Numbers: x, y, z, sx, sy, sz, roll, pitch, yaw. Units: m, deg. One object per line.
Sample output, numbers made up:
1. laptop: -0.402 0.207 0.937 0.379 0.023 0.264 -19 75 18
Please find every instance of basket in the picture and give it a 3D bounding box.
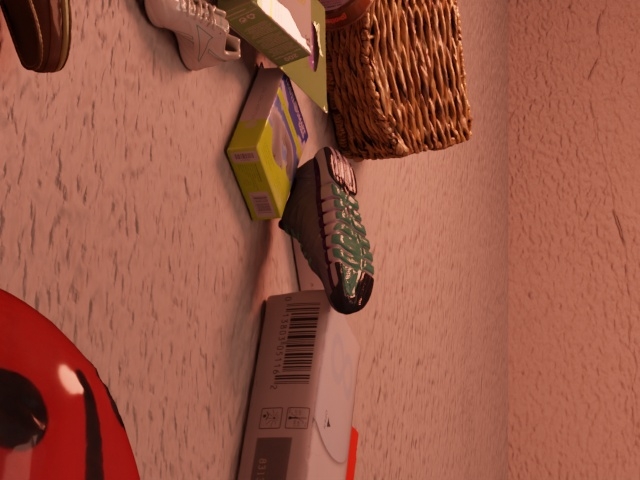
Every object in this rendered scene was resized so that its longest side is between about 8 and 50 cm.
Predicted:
1. basket: 0.071 -0.272 1.685 0.213 0.223 0.299 -17 105 -39

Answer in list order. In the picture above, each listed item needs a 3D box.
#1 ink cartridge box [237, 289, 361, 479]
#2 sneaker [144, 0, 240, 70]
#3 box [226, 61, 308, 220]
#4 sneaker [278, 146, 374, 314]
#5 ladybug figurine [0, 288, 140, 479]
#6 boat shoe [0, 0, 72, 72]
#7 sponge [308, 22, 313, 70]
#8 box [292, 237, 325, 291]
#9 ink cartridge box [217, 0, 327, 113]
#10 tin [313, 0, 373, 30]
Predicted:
1. ink cartridge box: 0.013 0.289 1.368 0.385 0.091 0.308 61 30 -50
2. sneaker: -0.125 -0.221 1.101 0.152 0.061 0.054 47 43 -61
3. box: -0.058 -0.121 1.321 0.178 0.042 0.109 -75 154 -45
4. sneaker: 0.000 0.000 1.326 0.083 0.098 0.224 36 38 -44
5. ladybug figurine: -0.192 0.220 0.608 0.305 0.161 0.450 3 83 -72
6. boat shoe: -0.225 -0.204 0.796 0.060 0.064 0.178 -22 108 -40
7. sponge: -0.041 -0.332 1.445 0.117 0.031 0.210 19 68 -70
8. box: 0.009 0.002 1.513 0.186 0.038 0.145 -40 123 -68
9. ink cartridge box: -0.033 -0.279 1.322 0.235 0.056 0.171 34 47 -49
10. tin: 0.025 -0.374 1.538 0.040 0.106 0.190 56 33 -56
